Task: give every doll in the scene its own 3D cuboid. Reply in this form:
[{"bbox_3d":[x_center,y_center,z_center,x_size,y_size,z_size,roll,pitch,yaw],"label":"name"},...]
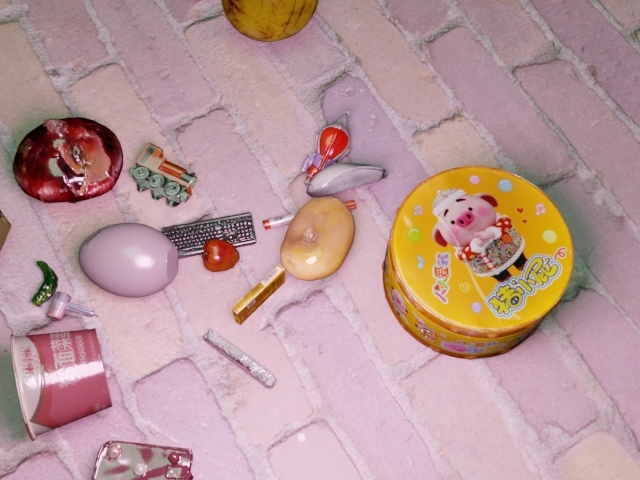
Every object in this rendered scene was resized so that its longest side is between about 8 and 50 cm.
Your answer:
[{"bbox_3d":[0.025,-0.237,2.018,0.102,0.075,0.227,24,76,-5],"label":"doll"}]

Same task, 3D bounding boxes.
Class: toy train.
[{"bbox_3d":[-0.395,-0.163,1.985,0.176,0.074,0.118,24,64,13],"label":"toy train"}]

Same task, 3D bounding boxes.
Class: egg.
[{"bbox_3d":[-0.452,0.044,1.829,0.232,0.176,0.176,11,65,11],"label":"egg"}]

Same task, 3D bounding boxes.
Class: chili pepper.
[{"bbox_3d":[-0.660,0.102,1.879,0.055,0.035,0.118,6,68,-16],"label":"chili pepper"}]

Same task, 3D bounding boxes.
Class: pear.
[{"bbox_3d":[-0.138,-0.683,2.123,0.283,0.283,0.284,0,65,0],"label":"pear"}]

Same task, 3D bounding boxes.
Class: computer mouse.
[{"bbox_3d":[0.067,-0.164,1.947,0.229,0.113,0.068,-17,99,-23],"label":"computer mouse"}]

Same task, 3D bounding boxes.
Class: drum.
[{"bbox_3d":[0.353,0.054,1.809,0.431,0.214,0.431,0,65,-1],"label":"drum"}]

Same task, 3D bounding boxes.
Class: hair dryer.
[{"bbox_3d":[-0.582,0.167,1.851,0.114,0.037,0.063,17,68,-1],"label":"hair dryer"}]

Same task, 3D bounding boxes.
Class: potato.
[{"bbox_3d":[0.000,0.000,1.868,0.150,0.146,0.234,-7,48,45],"label":"potato"}]

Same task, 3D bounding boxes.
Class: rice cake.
[{"bbox_3d":[-0.187,0.271,1.802,0.207,0.033,0.033,34,67,15],"label":"rice cake"}]

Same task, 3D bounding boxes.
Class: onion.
[{"bbox_3d":[-0.630,-0.219,1.943,0.272,0.195,0.272,1,55,-1],"label":"onion"}]

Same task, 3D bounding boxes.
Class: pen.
[{"bbox_3d":[-0.027,-0.065,1.963,0.239,0.028,0.028,-13,66,-6],"label":"pen"}]

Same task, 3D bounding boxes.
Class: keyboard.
[{"bbox_3d":[-0.278,-0.013,1.940,0.230,0.025,0.094,-11,68,-6],"label":"keyboard"}]

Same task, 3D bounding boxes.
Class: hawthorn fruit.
[{"bbox_3d":[-0.237,0.038,1.893,0.093,0.081,0.081,4,62,-28],"label":"hawthorn fruit"}]

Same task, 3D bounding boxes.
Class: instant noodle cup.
[{"bbox_3d":[-0.559,0.295,1.694,0.178,0.235,0.235,-13,65,-17],"label":"instant noodle cup"}]

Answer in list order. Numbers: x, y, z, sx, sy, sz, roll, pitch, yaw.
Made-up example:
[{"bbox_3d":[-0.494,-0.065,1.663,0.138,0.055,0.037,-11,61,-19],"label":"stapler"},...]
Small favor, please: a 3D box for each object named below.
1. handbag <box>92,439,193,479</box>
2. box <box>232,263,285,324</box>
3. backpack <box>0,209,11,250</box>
[{"bbox_3d":[-0.380,0.536,1.655,0.216,0.074,0.203,6,66,2],"label":"handbag"},{"bbox_3d":[-0.144,0.128,1.840,0.022,0.089,0.156,41,72,18],"label":"box"},{"bbox_3d":[-0.891,-0.016,1.874,0.253,0.140,0.207,16,63,2],"label":"backpack"}]
